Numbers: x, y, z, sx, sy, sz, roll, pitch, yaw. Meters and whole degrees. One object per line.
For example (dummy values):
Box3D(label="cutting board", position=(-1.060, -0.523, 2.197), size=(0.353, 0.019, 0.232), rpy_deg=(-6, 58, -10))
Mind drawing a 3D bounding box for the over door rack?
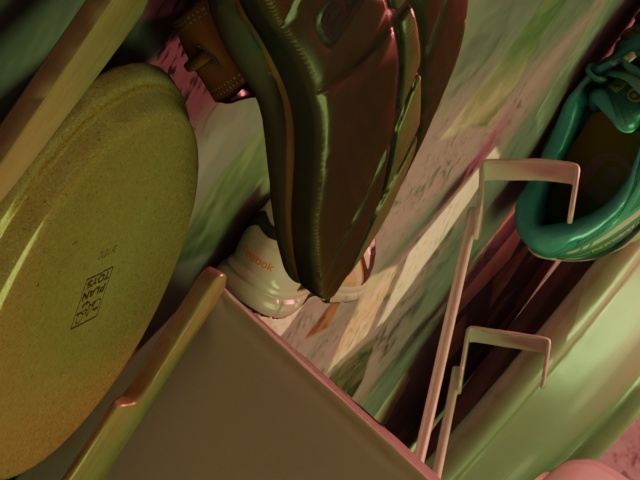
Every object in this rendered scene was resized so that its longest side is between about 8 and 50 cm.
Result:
Box3D(label="over door rack", position=(0.037, 0.131, 1.043), size=(0.239, 0.108, 0.324), rpy_deg=(86, 27, -62))

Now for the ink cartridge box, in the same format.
Box3D(label="ink cartridge box", position=(-0.044, 0.141, 0.704), size=(0.197, 0.114, 0.273), rpy_deg=(-46, 166, -3))

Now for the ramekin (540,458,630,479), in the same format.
Box3D(label="ramekin", position=(0.065, 0.212, 0.706), size=(0.277, 0.135, 0.277), rpy_deg=(-44, 167, -13))

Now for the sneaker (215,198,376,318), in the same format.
Box3D(label="sneaker", position=(0.000, 0.000, 0.718), size=(0.043, 0.040, 0.109), rpy_deg=(-61, 167, 18))

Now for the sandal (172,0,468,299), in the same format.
Box3D(label="sandal", position=(-0.011, -0.064, 0.490), size=(0.090, 0.060, 0.219), rpy_deg=(-57, 154, -18))

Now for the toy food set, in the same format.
Box3D(label="toy food set", position=(-0.078, 0.010, 0.488), size=(0.132, 0.039, 0.192), rpy_deg=(-57, 164, -22))

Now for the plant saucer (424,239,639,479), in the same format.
Box3D(label="plant saucer", position=(0.210, 0.066, 1.392), size=(0.400, 0.100, 0.400), rpy_deg=(-51, 176, -5))

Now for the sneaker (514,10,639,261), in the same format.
Box3D(label="sneaker", position=(0.211, -0.095, 1.120), size=(0.110, 0.107, 0.275), rpy_deg=(-10, 134, -60))
